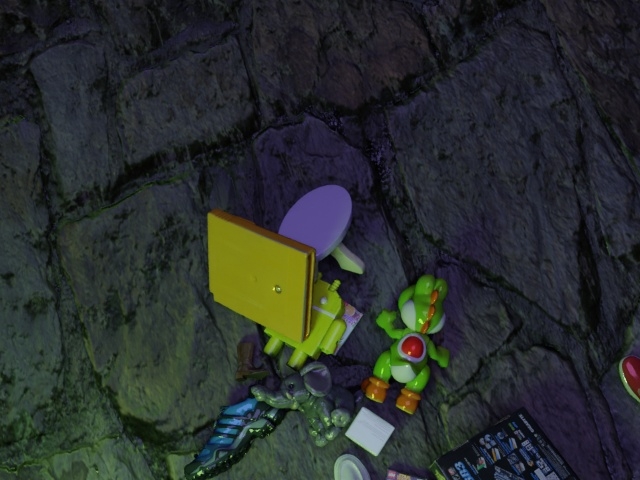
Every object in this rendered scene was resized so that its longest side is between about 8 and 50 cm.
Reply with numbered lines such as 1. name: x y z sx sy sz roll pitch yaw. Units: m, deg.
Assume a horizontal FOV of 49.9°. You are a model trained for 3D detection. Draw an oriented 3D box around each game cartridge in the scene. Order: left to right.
1. game cartridge: -0.161 0.090 1.807 0.324 0.285 0.053 23 36 28

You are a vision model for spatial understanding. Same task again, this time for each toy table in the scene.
1. toy table: 0.000 0.000 1.880 0.252 0.160 0.274 27 60 31

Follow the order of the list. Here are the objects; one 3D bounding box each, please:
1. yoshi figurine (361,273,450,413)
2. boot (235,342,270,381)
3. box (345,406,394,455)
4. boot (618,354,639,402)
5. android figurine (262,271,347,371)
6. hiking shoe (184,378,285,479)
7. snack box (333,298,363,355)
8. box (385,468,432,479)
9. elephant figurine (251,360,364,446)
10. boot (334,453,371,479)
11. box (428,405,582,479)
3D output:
1. yoshi figurine: 0.244 0.264 1.853 0.203 0.204 0.361 20 88 48
2. boot: -0.183 0.319 1.864 0.107 0.037 0.114 -13 50 18
3. box: 0.128 0.498 1.792 0.102 0.101 0.087 32 77 11
4. boot: 0.881 0.397 1.771 0.089 0.176 0.244 -29 74 -6
5. android figurine: -0.041 0.213 1.876 0.248 0.056 0.272 24 75 30
6. hiking shoe: -0.240 0.505 1.805 0.304 0.113 0.132 -36 65 -17
7. snack box: 0.039 0.235 1.905 0.100 0.037 0.141 33 77 13
8. box: 0.230 0.655 1.782 0.137 0.027 0.093 13 73 5
9. elephant figurine: -0.030 0.397 1.787 0.239 0.186 0.169 43 95 4
10. boot: 0.103 0.666 1.731 0.095 0.123 0.258 -20 74 -5
11. box: 0.466 0.596 1.662 0.294 0.073 0.295 -25 61 -21
